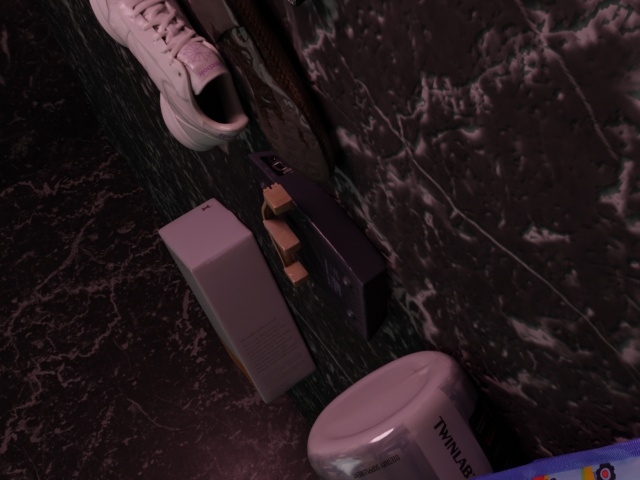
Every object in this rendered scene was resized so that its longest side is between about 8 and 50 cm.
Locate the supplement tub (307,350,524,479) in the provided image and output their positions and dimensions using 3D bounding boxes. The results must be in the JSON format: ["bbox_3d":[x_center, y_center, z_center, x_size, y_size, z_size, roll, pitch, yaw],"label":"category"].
[{"bbox_3d":[0.149,0.317,0.755,0.338,0.207,0.207,58,165,-5],"label":"supplement tub"}]

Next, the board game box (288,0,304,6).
[{"bbox_3d":[-0.110,-0.304,0.519,0.259,0.030,0.136,38,162,14],"label":"board game box"}]

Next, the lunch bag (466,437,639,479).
[{"bbox_3d":[0.224,0.272,0.492,0.293,0.138,0.221,122,137,-60],"label":"lunch bag"}]

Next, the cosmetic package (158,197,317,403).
[{"bbox_3d":[-0.190,0.149,1.571,0.230,0.161,0.453,37,155,51],"label":"cosmetic package"}]

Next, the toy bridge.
[{"bbox_3d":[-0.050,-0.009,0.849,0.063,0.026,0.188,51,164,31],"label":"toy bridge"}]

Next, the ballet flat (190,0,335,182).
[{"bbox_3d":[-0.047,-0.171,0.691,0.084,0.058,0.250,-4,126,48],"label":"ballet flat"}]

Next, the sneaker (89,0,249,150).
[{"bbox_3d":[-0.191,-0.265,0.880,0.152,0.114,0.305,5,132,54],"label":"sneaker"}]

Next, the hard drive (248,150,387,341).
[{"bbox_3d":[0.000,0.000,0.870,0.255,0.054,0.172,49,163,31],"label":"hard drive"}]
